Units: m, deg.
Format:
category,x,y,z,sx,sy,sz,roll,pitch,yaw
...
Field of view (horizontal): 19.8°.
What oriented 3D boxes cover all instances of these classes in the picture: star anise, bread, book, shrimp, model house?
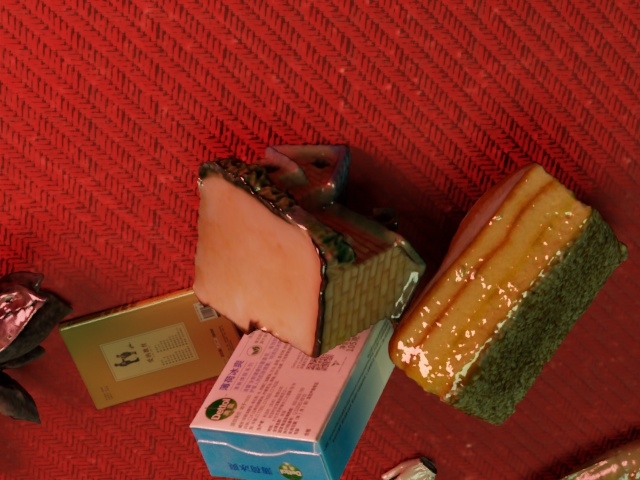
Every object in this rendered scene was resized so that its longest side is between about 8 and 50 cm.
category,x,y,z,sx,sy,sz,roll,pitch,yaw
star anise,-0.356,0.096,1.809,0.212,0.129,0.283,2,130,-1
bread,0.179,0.053,1.769,0.234,0.110,0.184,-54,155,2
book,-0.170,0.109,1.900,0.172,0.012,0.118,-15,125,5
shrimp,0.316,0.290,2.049,0.267,0.061,0.145,-20,134,6
model house,0.000,0.000,1.747,0.172,0.183,0.166,-23,133,-38

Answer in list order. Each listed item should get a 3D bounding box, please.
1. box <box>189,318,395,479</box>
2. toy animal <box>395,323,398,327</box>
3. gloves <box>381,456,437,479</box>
category,x,y,z,sx,sy,sz,roll,pitch,yaw
box,-0.022,0.146,1.804,0.139,0.194,0.073,3,131,27
toy animal,0.117,0.122,1.897,0.219,0.086,0.069,27,80,-16
gloves,0.098,0.261,2.023,0.044,0.037,0.081,47,121,8
